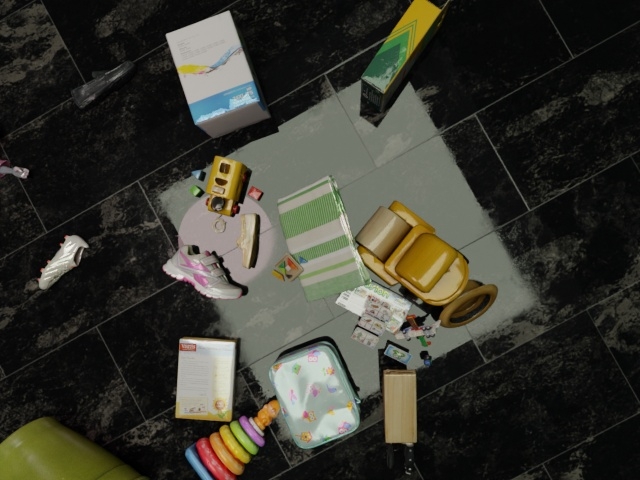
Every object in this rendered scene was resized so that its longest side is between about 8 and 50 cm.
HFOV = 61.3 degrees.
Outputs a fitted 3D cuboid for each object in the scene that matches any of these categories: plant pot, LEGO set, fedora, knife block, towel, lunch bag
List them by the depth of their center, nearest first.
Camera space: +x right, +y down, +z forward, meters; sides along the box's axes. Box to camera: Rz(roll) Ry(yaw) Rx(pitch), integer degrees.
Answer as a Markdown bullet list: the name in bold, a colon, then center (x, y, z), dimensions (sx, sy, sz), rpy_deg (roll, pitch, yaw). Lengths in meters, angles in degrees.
- **knife block**: center (0.223, 0.511, 1.507), dimensions (0.088, 0.276, 0.242), rpy_deg (-3, 59, 3)
- **plant pot**: center (-0.746, 0.704, 1.525), dimensions (0.353, 0.366, 0.367), rpy_deg (37, 91, 15)
- **fedora**: center (0.414, 0.171, 1.557), dimensions (0.194, 0.194, 0.079), rpy_deg (-32, 51, 2)
- **LEGO set**: center (0.231, 0.270, 1.568), dimensions (0.244, 0.060, 0.183), rpy_deg (25, 132, 6)
- **towel**: center (0.000, 0.000, 1.568), dimensions (0.247, 0.038, 0.325), rpy_deg (-21, 89, 39)
- **lunch bag**: center (-0.009, 0.451, 1.582), dimensions (0.223, 0.108, 0.279), rpy_deg (-22, 88, 0)

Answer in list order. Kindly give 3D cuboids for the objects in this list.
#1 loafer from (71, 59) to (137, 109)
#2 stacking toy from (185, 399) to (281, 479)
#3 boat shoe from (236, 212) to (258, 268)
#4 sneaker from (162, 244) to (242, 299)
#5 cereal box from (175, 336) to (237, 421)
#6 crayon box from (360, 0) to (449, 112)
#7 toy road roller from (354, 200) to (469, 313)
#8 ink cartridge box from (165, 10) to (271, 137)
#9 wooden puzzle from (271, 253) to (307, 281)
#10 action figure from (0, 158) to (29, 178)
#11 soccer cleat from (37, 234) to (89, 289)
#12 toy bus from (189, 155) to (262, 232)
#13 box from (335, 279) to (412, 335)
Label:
- **loafer**: center (-0.667, -0.489, 1.654), dimensions (0.223, 0.076, 0.078), rpy_deg (-33, 95, 6)
- **stacking toy**: center (-0.228, 0.581, 1.588), dimensions (0.301, 0.175, 0.166), rpy_deg (-40, 82, -12)
- **boat shoe**: center (-0.225, 0.001, 1.629), dimensions (0.059, 0.063, 0.170), rpy_deg (4, 80, 6)
- **sneaker**: center (-0.340, 0.093, 1.611), dimensions (0.252, 0.103, 0.111), rpy_deg (27, 92, 3)
- **cereal box**: center (-0.343, 0.417, 1.633), dimensions (0.172, 0.047, 0.241), rpy_deg (4, 89, 3)
- **crayon box**: center (0.235, -0.543, 1.537), dimensions (0.083, 0.203, 0.323), rpy_deg (36, 91, 4)
- **toy road roller**: center (0.254, 0.039, 1.488), dimensions (0.329, 0.240, 0.203), rpy_deg (38, 87, 11)
- **ink cartridge box**: center (-0.291, -0.473, 1.570), dimensions (0.197, 0.198, 0.270), rpy_deg (-19, 88, 4)
- **wooden puzzle**: center (-0.095, 0.083, 1.614), dimensions (0.078, 0.014, 0.116), rpy_deg (39, 121, 1)
- **action figure**: center (-1.087, -0.206, 1.657), dimensions (0.275, 0.248, 0.371), rpy_deg (12, 73, 45)
- **soccer cleat**: center (-0.791, 0.074, 1.659), dimensions (0.076, 0.068, 0.196), rpy_deg (33, 88, 0)
- **toy bus**: center (-0.292, -0.152, 1.611), dimensions (0.190, 0.104, 0.202), rpy_deg (-31, 87, 3)
- **box**: center (0.160, 0.185, 1.611), dimensions (0.206, 0.036, 0.114), rpy_deg (28, 91, 4)
